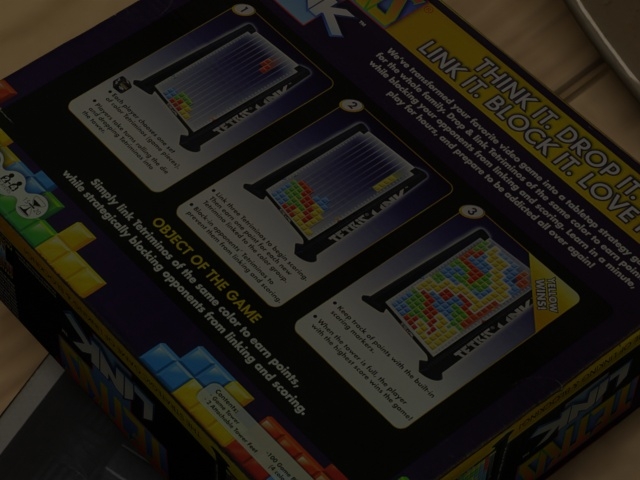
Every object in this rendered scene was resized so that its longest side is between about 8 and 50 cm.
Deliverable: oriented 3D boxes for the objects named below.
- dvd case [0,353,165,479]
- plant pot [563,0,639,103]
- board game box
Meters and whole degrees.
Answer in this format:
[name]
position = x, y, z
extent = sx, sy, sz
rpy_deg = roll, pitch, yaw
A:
[dvd case]
position = -0.049, 0.140, 0.497
extent = 0.179, 0.029, 0.239
rpy_deg = 30, 73, 21
[plant pot]
position = 0.212, -0.165, 0.497
extent = 0.274, 0.256, 0.256
rpy_deg = -28, 63, -23
[board game box]
position = 0.000, 0.000, 0.520
extent = 0.141, 0.048, 0.170
rpy_deg = -32, 59, -25
